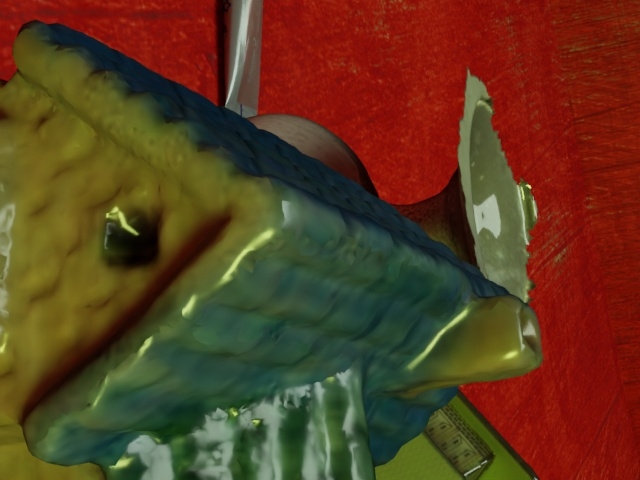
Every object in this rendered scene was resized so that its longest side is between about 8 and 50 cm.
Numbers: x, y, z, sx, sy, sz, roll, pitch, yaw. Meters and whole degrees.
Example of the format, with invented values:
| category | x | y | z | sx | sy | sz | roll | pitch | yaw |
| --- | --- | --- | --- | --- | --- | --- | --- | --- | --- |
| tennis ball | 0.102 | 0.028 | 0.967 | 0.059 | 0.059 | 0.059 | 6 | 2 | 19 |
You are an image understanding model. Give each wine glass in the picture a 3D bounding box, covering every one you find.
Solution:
| category | x | y | z | sx | sy | sz | roll | pitch | yaw |
| --- | --- | --- | --- | --- | --- | --- | --- | --- | --- |
| wine glass | 0.000 | 0.000 | 1.006 | 0.238 | 0.323 | 0.238 | -11 | 90 | -68 |

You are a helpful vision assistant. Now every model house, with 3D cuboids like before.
| category | x | y | z | sx | sy | sz | roll | pitch | yaw |
| --- | --- | --- | --- | --- | --- | --- | --- | --- | --- |
| model house | -0.096 | 0.123 | 0.680 | 0.395 | 0.400 | 0.445 | 31 | 55 | -62 |
| model house | 0.054 | 0.293 | 1.280 | 0.279 | 0.218 | 0.205 | -26 | 152 | -33 |

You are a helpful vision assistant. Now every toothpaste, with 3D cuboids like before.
| category | x | y | z | sx | sy | sz | roll | pitch | yaw |
| --- | --- | --- | --- | --- | --- | --- | --- | --- | --- |
| toothpaste | -0.079 | -0.221 | 1.250 | 0.067 | 0.043 | 0.194 | 16 | 73 | -65 |
